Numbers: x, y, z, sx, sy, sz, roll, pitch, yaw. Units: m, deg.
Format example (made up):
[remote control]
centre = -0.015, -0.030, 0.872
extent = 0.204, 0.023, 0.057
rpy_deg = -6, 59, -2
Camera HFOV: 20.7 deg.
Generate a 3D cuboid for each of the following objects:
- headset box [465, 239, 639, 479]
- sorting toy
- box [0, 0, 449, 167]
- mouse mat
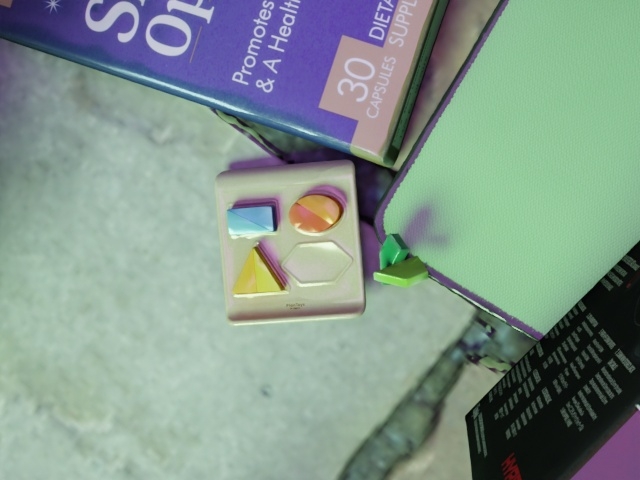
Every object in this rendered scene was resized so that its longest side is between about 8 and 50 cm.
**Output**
[headset box]
centre = 0.183, 0.005, 0.535
extent = 0.110, 0.218, 0.293
rpy_deg = 44, 95, 0
[sorting toy]
centre = 0.000, 0.000, 0.672
extent = 0.083, 0.012, 0.062
rpy_deg = -5, 87, 16
[box]
centre = -0.057, -0.127, 0.679
extent = 0.225, 0.036, 0.136
rpy_deg = 18, 92, 11
[mouse mat]
centre = 0.127, -0.044, 0.659
extent = 0.152, 0.007, 0.190
rpy_deg = 32, 95, 9
